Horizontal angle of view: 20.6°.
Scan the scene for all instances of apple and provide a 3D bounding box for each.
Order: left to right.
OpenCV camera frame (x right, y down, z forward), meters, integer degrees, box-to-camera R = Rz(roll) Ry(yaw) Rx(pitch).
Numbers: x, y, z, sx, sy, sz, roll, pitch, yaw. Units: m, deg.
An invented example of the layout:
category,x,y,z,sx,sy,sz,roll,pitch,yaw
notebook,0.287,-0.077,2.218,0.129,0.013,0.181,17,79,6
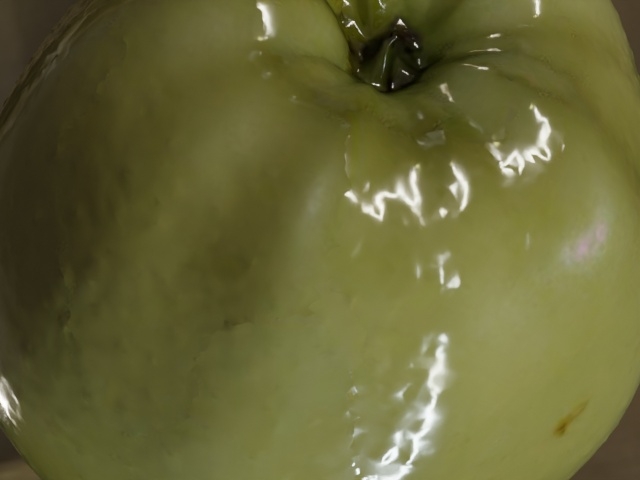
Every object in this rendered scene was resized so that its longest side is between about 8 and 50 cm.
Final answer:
category,x,y,z,sx,sy,sz,roll,pitch,yaw
apple,0.000,0.000,0.463,0.200,0.200,0.200,7,-81,50
